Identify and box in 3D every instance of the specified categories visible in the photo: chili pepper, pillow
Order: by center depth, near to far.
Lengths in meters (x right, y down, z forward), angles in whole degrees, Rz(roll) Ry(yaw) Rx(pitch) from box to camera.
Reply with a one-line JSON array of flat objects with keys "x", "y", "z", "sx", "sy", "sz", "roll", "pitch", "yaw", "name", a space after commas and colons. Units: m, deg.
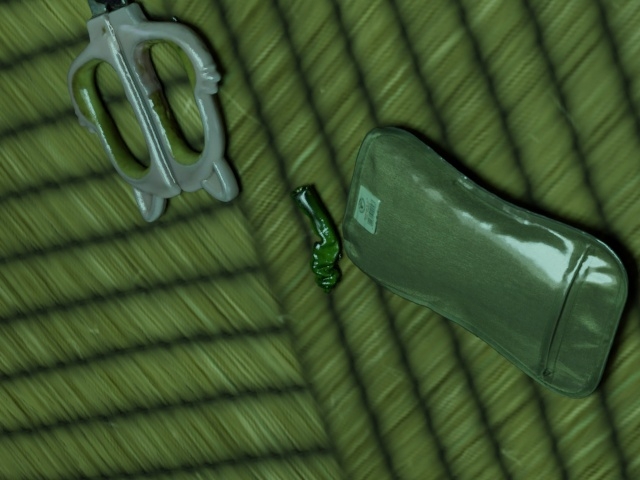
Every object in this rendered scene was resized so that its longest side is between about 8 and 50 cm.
[{"x": 0.105, "y": 0.016, "z": 1.318, "sx": 0.217, "sy": 0.033, "sz": 0.130, "roll": 29, "pitch": 129, "yaw": 25, "name": "pillow"}, {"x": 0.000, "y": 0.000, "z": 1.407, "sx": 0.027, "sy": 0.022, "sz": 0.083, "roll": -14, "pitch": 103, "yaw": 8, "name": "chili pepper"}]

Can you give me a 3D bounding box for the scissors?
[{"x": -0.152, "y": -0.169, "z": 1.447, "sx": 0.160, "sy": 0.024, "sz": 0.317, "roll": -13, "pitch": 102, "yaw": 44, "name": "scissors"}]
